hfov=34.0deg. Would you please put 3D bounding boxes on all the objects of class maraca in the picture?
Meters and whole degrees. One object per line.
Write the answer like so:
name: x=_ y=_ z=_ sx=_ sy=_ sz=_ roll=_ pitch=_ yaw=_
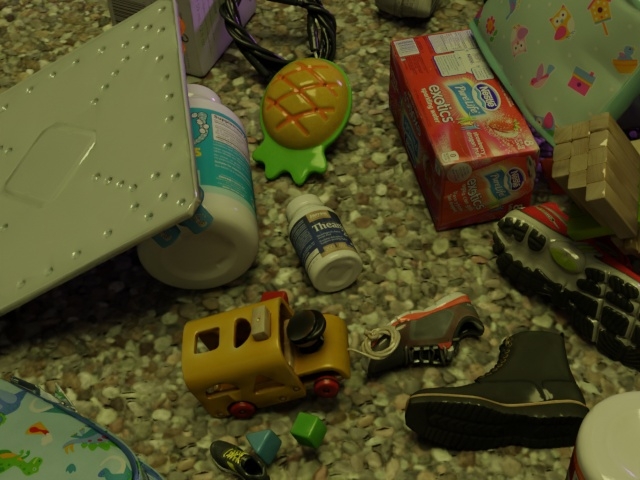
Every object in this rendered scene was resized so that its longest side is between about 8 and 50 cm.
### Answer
maraca: x=-0.025 y=-0.164 z=1.418 sx=0.127 sy=0.099 sz=0.185 roll=11 pitch=75 yaw=19

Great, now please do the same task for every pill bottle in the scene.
pill bottle: x=0.000 y=0.000 z=1.283 sx=0.067 sy=0.067 sz=0.120 roll=-17 pitch=50 yaw=-13
pill bottle: x=-0.159 y=-0.078 z=1.309 sx=0.146 sy=0.146 sz=0.264 roll=-7 pitch=48 yaw=-4
pill bottle: x=0.279 y=0.244 z=0.947 sx=0.121 sy=0.221 sz=0.121 roll=-1 pitch=48 yaw=2

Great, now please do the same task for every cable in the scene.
cable: x=-0.062 y=-0.320 z=1.535 sx=0.150 sy=0.047 sz=0.184 roll=-40 pitch=90 yaw=-16

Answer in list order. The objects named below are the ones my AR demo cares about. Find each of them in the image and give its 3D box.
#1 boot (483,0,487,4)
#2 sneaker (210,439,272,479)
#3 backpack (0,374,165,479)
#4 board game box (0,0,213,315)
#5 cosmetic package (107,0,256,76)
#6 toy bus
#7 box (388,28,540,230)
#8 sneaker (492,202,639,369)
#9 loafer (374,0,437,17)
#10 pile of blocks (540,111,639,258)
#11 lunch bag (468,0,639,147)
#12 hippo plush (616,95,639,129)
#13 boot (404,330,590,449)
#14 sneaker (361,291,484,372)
boot: x=0.373 y=-0.466 z=1.647 sx=0.260 sy=0.131 sz=0.347 roll=-4 pitch=48 yaw=-1
sneaker: x=-0.083 y=0.231 z=1.099 sx=0.083 sy=0.035 sz=0.031 roll=29 pitch=54 yaw=25
backpack: x=-0.290 y=0.271 z=0.955 sx=0.356 sy=0.273 sz=0.290 roll=30 pitch=48 yaw=11
board game box: x=-0.315 y=-0.081 z=1.275 sx=0.390 sy=0.050 sz=0.389 roll=-27 pitch=47 yaw=15
cosmetic package: x=-0.207 y=-0.371 z=1.572 sx=0.152 sy=0.151 sz=0.183 roll=18 pitch=52 yaw=18
toy bus: x=-0.052 y=0.115 z=1.132 sx=0.191 sy=0.104 sz=0.202 roll=25 pitch=67 yaw=40
box: x=0.180 y=-0.151 z=1.375 sx=0.128 sy=0.122 sz=0.256 roll=-11 pitch=49 yaw=-6
sneaker: x=0.334 y=0.039 z=1.217 sx=0.118 sy=0.107 sz=0.279 roll=-25 pitch=54 yaw=-35
loafer: x=0.204 y=-0.460 z=1.671 sx=0.111 sy=0.112 sz=0.319 roll=27 pitch=62 yaw=18
pile of blocks: x=0.350 y=-0.042 z=1.220 sx=0.113 sy=0.362 sz=0.148 roll=-12 pitch=79 yaw=37
lunch bag: x=0.329 y=-0.252 z=1.283 sx=0.160 sy=0.223 sz=0.262 roll=9 pitch=44 yaw=-29
hippo plush: x=0.531 y=-0.253 z=1.378 sx=0.237 sy=0.234 sz=0.294 roll=-19 pitch=30 yaw=-29
boot: x=0.186 y=0.154 z=1.143 sx=0.198 sy=0.076 sz=0.137 roll=7 pitch=43 yaw=-9
sneaker: x=0.120 y=0.114 z=1.183 sx=0.158 sy=0.061 sz=0.065 roll=-27 pitch=59 yaw=-20
